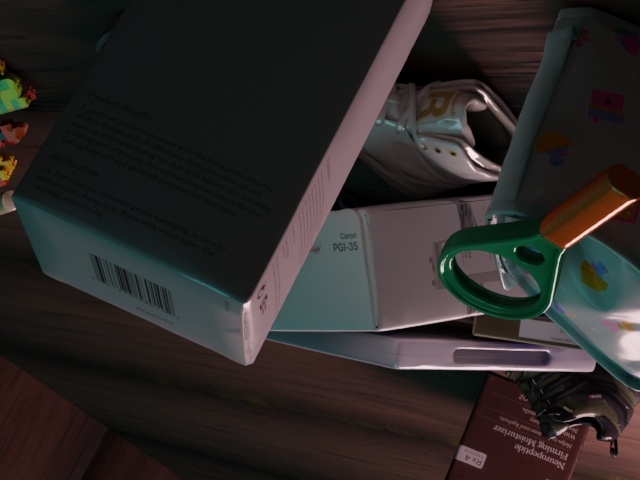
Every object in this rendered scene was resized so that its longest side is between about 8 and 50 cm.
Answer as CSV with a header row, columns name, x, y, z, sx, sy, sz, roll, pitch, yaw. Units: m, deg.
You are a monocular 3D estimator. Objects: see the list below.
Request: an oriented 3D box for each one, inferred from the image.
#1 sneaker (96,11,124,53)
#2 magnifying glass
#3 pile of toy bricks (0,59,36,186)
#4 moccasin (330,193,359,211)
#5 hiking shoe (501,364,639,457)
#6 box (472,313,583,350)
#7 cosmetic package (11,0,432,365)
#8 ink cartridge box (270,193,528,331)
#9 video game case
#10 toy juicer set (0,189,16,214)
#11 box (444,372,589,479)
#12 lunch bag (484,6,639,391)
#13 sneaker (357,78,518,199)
name,x,y,z,sx,sy,sz,roll,pitch,yaw
sneaker,-0.160,-0.184,1.399,0.214,0.083,0.084,12,157,35
magnifying glass,0.159,0.002,0.966,0.092,0.026,0.231,32,152,-7
pile of toy bricks,-0.419,-0.183,1.704,0.105,0.118,0.212,-13,128,16
moccasin,0.000,0.000,1.618,0.342,0.117,0.138,13,148,28
hiking shoe,0.299,0.196,1.734,0.226,0.114,0.086,21,158,12
box,0.261,0.096,1.491,0.136,0.037,0.225,7,-177,19
cosmetic package,-0.060,-0.116,1.044,0.197,0.366,0.155,25,158,9
ink cartridge box,0.098,0.019,1.342,0.283,0.117,0.207,-7,-179,-35
video game case,0.103,0.114,1.570,0.299,0.036,0.329,5,-179,-36
toy juicer set,-0.502,-0.145,1.859,0.209,0.089,0.329,13,148,45
box,0.283,0.337,1.964,0.168,0.203,0.167,21,158,11
lunch bag,0.252,-0.036,1.079,0.262,0.223,0.160,36,152,-22
sneaker,0.064,-0.136,1.243,0.292,0.108,0.169,27,160,-32
